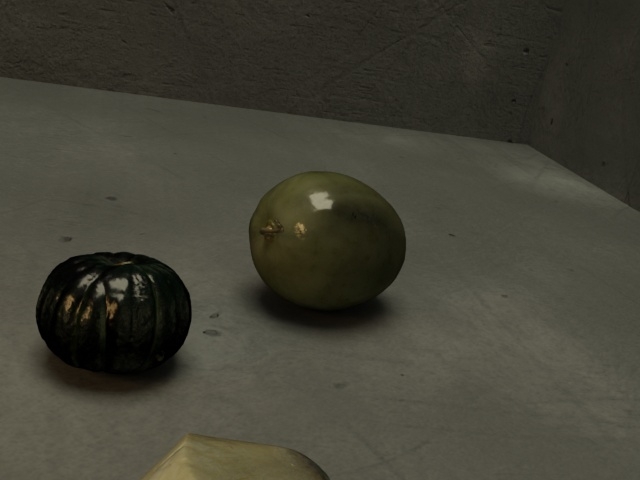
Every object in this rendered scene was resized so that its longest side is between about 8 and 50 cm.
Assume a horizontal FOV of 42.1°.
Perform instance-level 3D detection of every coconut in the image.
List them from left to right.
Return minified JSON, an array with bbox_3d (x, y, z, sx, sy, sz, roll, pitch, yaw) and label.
[{"bbox_3d":[-0.084,0.273,0.726,0.222,0.202,0.202,-42,36,-7],"label":"coconut"}]

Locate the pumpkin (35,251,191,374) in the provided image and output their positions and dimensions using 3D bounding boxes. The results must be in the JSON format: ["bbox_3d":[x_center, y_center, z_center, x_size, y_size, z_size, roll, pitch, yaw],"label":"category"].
[{"bbox_3d":[-0.294,0.102,1.197,0.220,0.162,0.220,13,8,-2],"label":"pumpkin"}]

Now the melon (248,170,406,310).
[{"bbox_3d":[0.013,0.003,1.500,0.308,0.272,0.272,22,15,-22],"label":"melon"}]
